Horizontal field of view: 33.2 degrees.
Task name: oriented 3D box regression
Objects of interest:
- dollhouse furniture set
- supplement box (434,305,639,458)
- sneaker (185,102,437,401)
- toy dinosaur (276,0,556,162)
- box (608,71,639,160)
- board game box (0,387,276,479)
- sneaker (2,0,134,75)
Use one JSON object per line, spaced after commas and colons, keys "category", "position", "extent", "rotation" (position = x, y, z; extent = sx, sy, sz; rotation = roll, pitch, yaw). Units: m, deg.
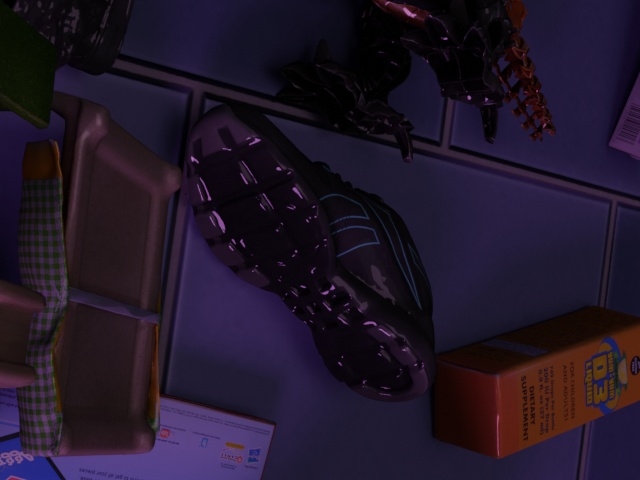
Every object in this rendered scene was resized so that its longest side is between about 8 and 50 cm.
{"category": "dollhouse furniture set", "position": [-0.194, 0.009, 0.568], "extent": [0.301, 0.151, 0.198], "rotation": [46, 47, -75]}
{"category": "supplement box", "position": [0.204, 0.120, 0.951], "extent": [0.233, 0.080, 0.078], "rotation": [-12, 103, -41]}
{"category": "sneaker", "position": [0.000, 0.000, 0.777], "extent": [0.267, 0.101, 0.106], "rotation": [54, 39, -28]}
{"category": "toy dinosaur", "position": [0.091, -0.188, 0.797], "extent": [0.322, 0.164, 0.218], "rotation": [30, 56, -16]}
{"category": "box", "position": [0.376, -0.223, 1.018], "extent": [0.063, 0.067, 0.324], "rotation": [12, 102, -42]}
{"category": "board game box", "position": [-0.157, 0.158, 0.680], "extent": [0.281, 0.027, 0.145], "rotation": [22, 77, -39]}
{"category": "sneaker", "position": [-0.155, -0.165, 0.644], "extent": [0.089, 0.051, 0.170], "rotation": [15, 87, -44]}
